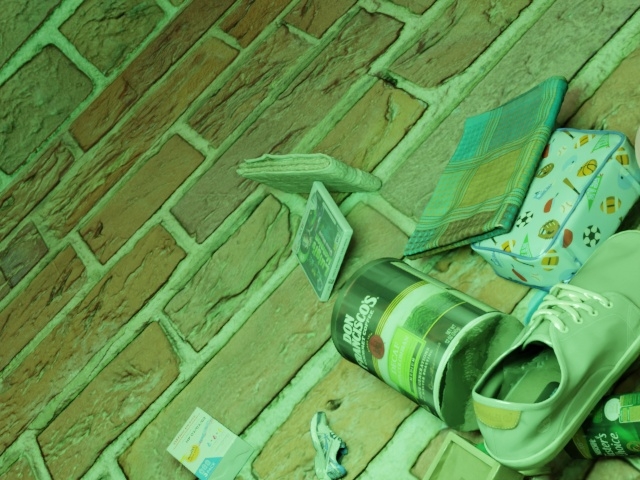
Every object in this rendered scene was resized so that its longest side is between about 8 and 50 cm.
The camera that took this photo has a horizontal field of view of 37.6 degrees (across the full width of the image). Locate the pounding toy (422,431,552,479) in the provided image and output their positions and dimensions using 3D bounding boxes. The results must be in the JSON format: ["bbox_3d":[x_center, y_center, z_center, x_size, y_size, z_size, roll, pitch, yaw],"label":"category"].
[{"bbox_3d":[0.248,0.365,1.425,0.130,0.100,0.141,27,86,50],"label":"pounding toy"}]

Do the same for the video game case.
[{"bbox_3d":[0.000,0.000,1.918,0.190,0.022,0.173,59,138,50],"label":"video game case"}]

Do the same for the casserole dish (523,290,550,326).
[{"bbox_3d":[0.414,0.138,1.514,0.114,0.037,0.188,-49,39,-5],"label":"casserole dish"}]

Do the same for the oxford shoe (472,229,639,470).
[{"bbox_3d":[0.371,0.130,1.372,0.169,0.130,0.449,7,47,51],"label":"oxford shoe"}]

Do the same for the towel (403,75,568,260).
[{"bbox_3d":[0.307,-0.134,1.745,0.271,0.040,0.370,-22,33,53],"label":"towel"}]

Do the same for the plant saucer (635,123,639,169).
[{"bbox_3d":[0.662,-0.148,1.448,0.332,0.084,0.332,-18,44,18],"label":"plant saucer"}]

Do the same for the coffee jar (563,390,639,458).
[{"bbox_3d":[0.428,0.264,1.345,0.184,0.096,0.079,-12,45,33],"label":"coffee jar"}]

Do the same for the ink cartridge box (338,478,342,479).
[{"bbox_3d":[-0.006,0.517,1.459,0.234,0.088,0.193,-43,24,2],"label":"ink cartridge box"}]

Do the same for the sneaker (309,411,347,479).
[{"bbox_3d":[0.019,0.360,1.650,0.058,0.052,0.135,-19,52,13],"label":"sneaker"}]

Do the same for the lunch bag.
[{"bbox_3d":[0.409,-0.062,1.617,0.303,0.115,0.243,-51,22,-10],"label":"lunch bag"}]

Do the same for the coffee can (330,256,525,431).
[{"bbox_3d":[0.177,0.165,1.559,0.202,0.201,0.275,-52,40,-10],"label":"coffee can"}]

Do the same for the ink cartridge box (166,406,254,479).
[{"bbox_3d":[-0.223,0.394,1.806,0.181,0.061,0.104,22,71,48],"label":"ink cartridge box"}]

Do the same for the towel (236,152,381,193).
[{"bbox_3d":[-0.028,-0.143,2.019,0.282,0.187,0.049,2,81,40],"label":"towel"}]
